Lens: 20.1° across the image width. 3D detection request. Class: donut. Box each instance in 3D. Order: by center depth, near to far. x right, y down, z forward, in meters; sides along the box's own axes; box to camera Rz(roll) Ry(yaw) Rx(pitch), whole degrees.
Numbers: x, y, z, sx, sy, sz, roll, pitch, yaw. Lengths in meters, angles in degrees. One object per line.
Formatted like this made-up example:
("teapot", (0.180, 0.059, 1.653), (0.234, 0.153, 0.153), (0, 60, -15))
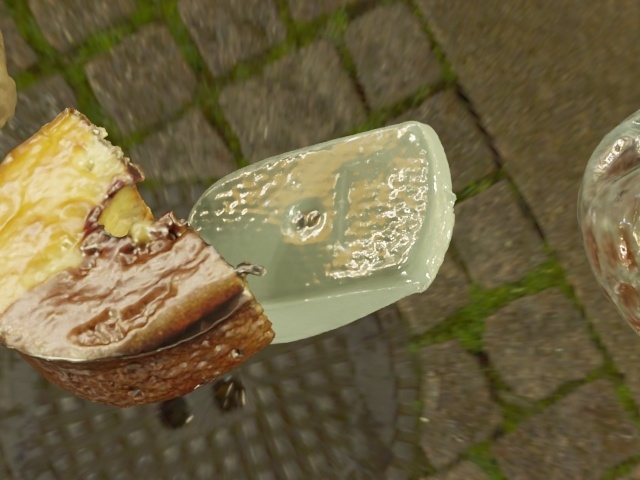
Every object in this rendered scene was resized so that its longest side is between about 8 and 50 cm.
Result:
("donut", (-0.125, 0.023, 1.047), (0.141, 0.085, 0.217), (-36, 46, -7))

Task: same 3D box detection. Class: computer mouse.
("computer mouse", (0.000, 0.000, 1.235), (0.231, 0.079, 0.128), (-11, 63, 34))

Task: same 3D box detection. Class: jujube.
("jujube", (0.369, 0.010, 1.557), (0.308, 0.215, 0.246), (44, 49, -22))

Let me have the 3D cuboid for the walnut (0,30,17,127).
("walnut", (-0.286, -0.100, 1.173), (0.178, 0.230, 0.178), (0, 90, -41))
